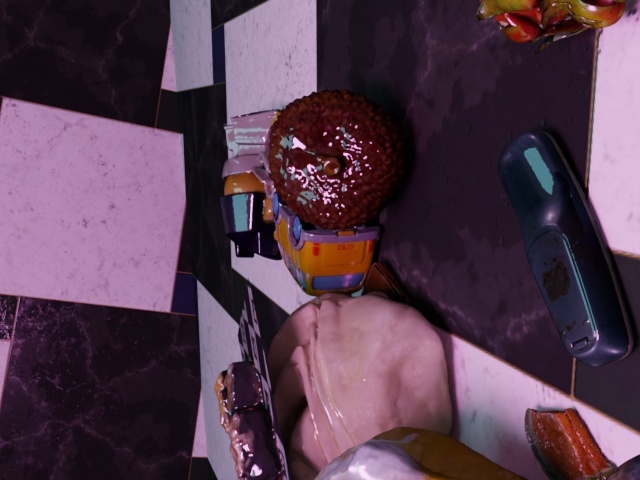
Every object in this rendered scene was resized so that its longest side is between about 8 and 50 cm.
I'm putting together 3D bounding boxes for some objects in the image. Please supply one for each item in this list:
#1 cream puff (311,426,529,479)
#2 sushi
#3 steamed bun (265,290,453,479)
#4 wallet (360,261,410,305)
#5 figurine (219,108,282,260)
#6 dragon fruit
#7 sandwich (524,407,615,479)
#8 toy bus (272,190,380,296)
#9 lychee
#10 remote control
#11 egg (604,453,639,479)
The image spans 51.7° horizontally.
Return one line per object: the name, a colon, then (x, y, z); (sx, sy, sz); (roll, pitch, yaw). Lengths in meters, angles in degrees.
cream puff: (0.133, 0.348, 0.618); (0.378, 0.275, 0.378); (-25, -90, -90)
sushi: (-0.105, 0.227, 0.880); (0.294, 0.059, 0.292); (109, 150, -64)
steamed bun: (0.018, 0.211, 0.886); (0.289, 0.203, 0.276); (10, 109, 61)
wallet: (0.084, 0.117, 0.974); (0.095, 0.026, 0.176); (59, 149, 38)
figurine: (-0.128, -0.103, 1.313); (0.308, 0.143, 0.309); (-178, 90, -87)
dragon fruit: (0.189, -0.229, 0.544); (0.175, 0.138, 0.142); (29, 147, 41)
sandwich: (0.228, 0.196, 0.624); (0.101, 0.026, 0.069); (-116, 29, -44)
toy bus: (0.000, 0.000, 1.024); (0.209, 0.126, 0.136); (-130, 40, -59)
lychee: (0.023, -0.106, 0.878); (0.194, 0.194, 0.194); (175, 90, -68)
remote control: (0.215, 0.004, 0.594); (0.072, 0.042, 0.222); (128, 133, -57)
egg: (0.252, 0.222, 0.420); (0.182, 0.141, 0.141); (64, 155, 7)
